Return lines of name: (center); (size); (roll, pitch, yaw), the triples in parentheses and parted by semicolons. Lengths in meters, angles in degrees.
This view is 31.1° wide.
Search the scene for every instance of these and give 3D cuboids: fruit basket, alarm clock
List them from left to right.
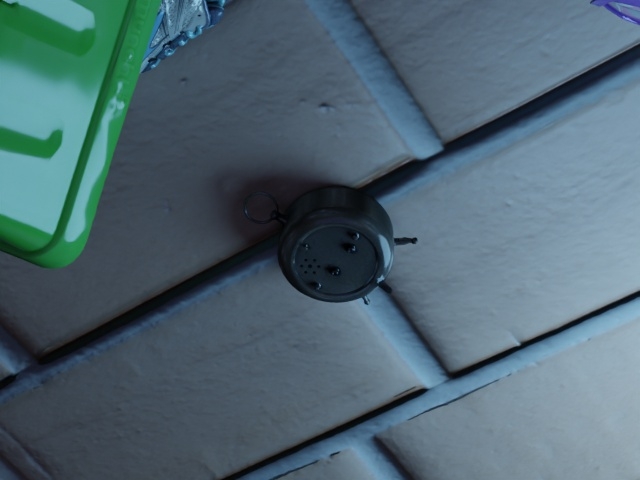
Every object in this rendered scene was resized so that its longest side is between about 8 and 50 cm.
fruit basket: (-0.265, -0.184, 0.964); (0.282, 0.392, 0.392); (19, 125, 14)
alarm clock: (0.000, 0.000, 1.273); (0.192, 0.064, 0.129); (28, 121, -12)

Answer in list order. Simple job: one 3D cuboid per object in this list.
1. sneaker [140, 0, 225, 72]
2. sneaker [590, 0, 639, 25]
sneaker: (-0.158, -0.214, 1.106); (0.122, 0.110, 0.283); (15, 128, -22)
sneaker: (0.279, -0.252, 1.067); (0.236, 0.105, 0.095); (25, 120, -16)
